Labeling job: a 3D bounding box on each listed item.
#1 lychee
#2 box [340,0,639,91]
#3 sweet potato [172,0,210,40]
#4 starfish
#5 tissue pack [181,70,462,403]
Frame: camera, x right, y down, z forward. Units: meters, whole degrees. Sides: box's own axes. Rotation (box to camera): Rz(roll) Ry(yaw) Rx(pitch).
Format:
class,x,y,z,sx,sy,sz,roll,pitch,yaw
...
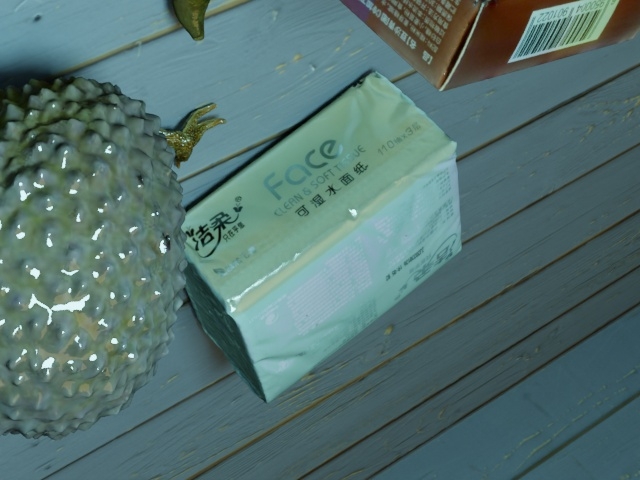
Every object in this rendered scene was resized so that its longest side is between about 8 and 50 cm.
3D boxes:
class,x,y,z,sx,sy,sz,roll,pitch,yaw
lychee,-0.320,0.023,1.565,0.432,0.380,0.380,-65,152,0
box,0.143,-0.353,1.626,0.344,0.385,0.122,-19,144,-41
sweet potato,-0.144,-0.331,1.627,0.069,0.059,0.249,-23,145,-13
starfish,-0.190,-0.127,1.872,0.133,0.041,0.130,-50,152,12
tissue pack,0.000,0.000,2.139,0.405,0.205,0.332,-38,153,-14
